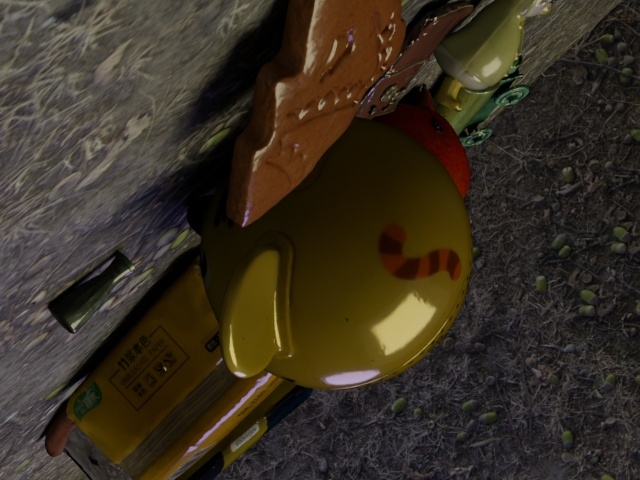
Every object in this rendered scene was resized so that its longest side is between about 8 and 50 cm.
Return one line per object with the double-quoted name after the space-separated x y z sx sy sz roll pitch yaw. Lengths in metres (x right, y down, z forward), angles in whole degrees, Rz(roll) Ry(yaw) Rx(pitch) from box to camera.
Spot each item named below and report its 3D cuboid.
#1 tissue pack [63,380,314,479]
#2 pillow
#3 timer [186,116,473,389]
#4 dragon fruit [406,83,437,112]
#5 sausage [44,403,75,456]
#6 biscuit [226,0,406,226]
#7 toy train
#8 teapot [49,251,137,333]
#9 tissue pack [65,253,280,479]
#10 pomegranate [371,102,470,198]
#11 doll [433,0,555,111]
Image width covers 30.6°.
-0.254 0.326 2.234 0.416 0.264 0.253 -36 176 -37 "tissue pack"
0.121 -0.250 1.648 0.126 0.043 0.232 -35 169 -49 "pillow"
0.000 0.000 1.403 0.376 0.376 0.387 -43 151 7 "timer"
0.175 -0.104 2.167 0.286 0.228 0.329 -45 172 8 "dragon fruit"
-0.442 0.323 2.015 0.043 0.043 0.186 -38 172 -39 "sausage"
-0.002 -0.145 1.156 0.306 0.043 0.284 -60 164 9 "biscuit"
0.270 -0.274 2.243 0.189 0.126 0.307 -5 159 -20 "toy train"
-0.260 0.057 1.355 0.111 0.043 0.043 -45 175 -21 "teapot"
-0.174 0.177 1.856 0.382 0.228 0.293 -45 173 30 "tissue pack"
0.118 -0.095 1.851 0.221 0.221 0.257 -37 158 -44 "pomegranate"
0.279 -0.325 1.786 0.296 0.117 0.141 -44 177 15 "doll"
